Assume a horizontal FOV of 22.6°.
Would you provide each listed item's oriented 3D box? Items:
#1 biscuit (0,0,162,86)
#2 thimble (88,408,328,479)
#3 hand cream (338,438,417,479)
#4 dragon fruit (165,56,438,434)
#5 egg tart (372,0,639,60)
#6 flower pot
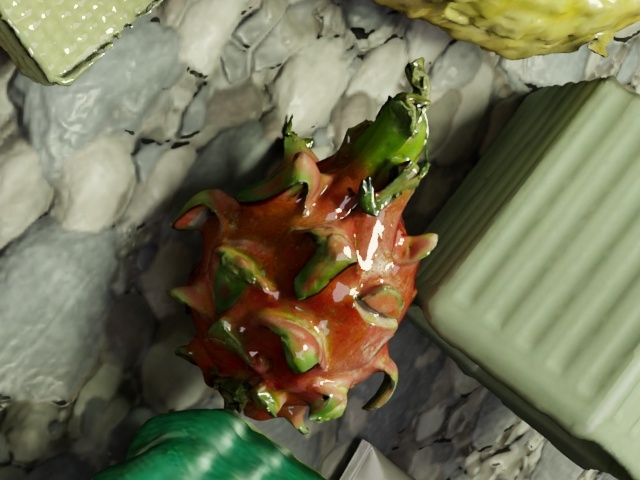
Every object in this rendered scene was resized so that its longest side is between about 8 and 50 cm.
[{"bbox_3d":[-0.147,-0.204,0.750,0.150,0.052,0.252,-48,134,-13],"label":"biscuit"},{"bbox_3d":[-0.082,0.219,0.872,0.254,0.167,0.288,-53,174,19],"label":"thimble"},{"bbox_3d":[0.069,0.212,1.141,0.186,0.054,0.087,33,86,-37],"label":"hand cream"},{"bbox_3d":[-0.001,-0.001,0.912,0.135,0.137,0.236,-8,120,-52],"label":"dragon fruit"},{"bbox_3d":[0.117,-0.258,0.865,0.339,0.153,0.352,-8,116,-32],"label":"egg tart"},{"bbox_3d":[0.179,0.031,1.019,0.209,0.239,0.190,39,87,-11],"label":"flower pot"}]
